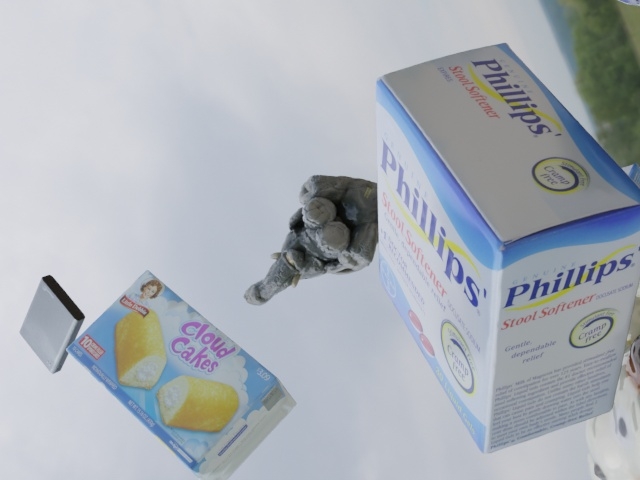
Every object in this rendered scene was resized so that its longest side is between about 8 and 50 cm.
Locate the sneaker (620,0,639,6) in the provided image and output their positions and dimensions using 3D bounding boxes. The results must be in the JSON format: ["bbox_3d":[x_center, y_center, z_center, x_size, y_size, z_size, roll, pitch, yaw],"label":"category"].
[{"bbox_3d":[0.447,-0.380,1.416,0.182,0.315,0.128,-3,-75,-39],"label":"sneaker"}]

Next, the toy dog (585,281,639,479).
[{"bbox_3d":[0.451,0.174,1.214,0.408,0.395,0.285,-30,-76,-54],"label":"toy dog"}]

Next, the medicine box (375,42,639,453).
[{"bbox_3d":[0.169,0.006,1.025,0.263,0.149,0.289,-119,17,-44],"label":"medicine box"}]

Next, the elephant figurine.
[{"bbox_3d":[0.000,0.000,1.689,0.185,0.239,0.170,11,-120,-18],"label":"elephant figurine"}]

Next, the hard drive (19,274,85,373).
[{"bbox_3d":[-0.416,0.130,1.640,0.094,0.135,0.022,46,-141,18],"label":"hard drive"}]

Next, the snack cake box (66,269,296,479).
[{"bbox_3d":[-0.178,0.173,1.345,0.264,0.152,0.089,35,165,33],"label":"snack cake box"}]

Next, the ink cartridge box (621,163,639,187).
[{"bbox_3d":[0.468,0.012,1.588,0.203,0.085,0.148,54,-135,-18],"label":"ink cartridge box"}]
